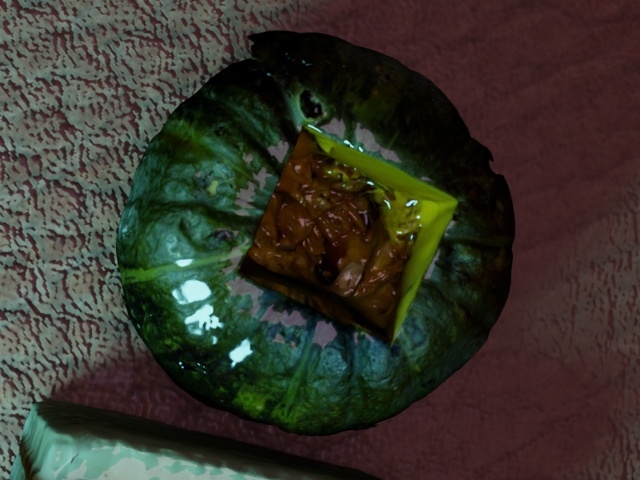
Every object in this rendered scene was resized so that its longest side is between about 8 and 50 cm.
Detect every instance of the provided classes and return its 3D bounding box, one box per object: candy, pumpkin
[{"bbox_3d":[-0.082,0.221,1.200,0.320,0.179,0.135,17,87,-12],"label":"candy"},{"bbox_3d":[0.000,0.000,1.218,0.320,0.192,0.320,0,90,-16],"label":"pumpkin"}]
